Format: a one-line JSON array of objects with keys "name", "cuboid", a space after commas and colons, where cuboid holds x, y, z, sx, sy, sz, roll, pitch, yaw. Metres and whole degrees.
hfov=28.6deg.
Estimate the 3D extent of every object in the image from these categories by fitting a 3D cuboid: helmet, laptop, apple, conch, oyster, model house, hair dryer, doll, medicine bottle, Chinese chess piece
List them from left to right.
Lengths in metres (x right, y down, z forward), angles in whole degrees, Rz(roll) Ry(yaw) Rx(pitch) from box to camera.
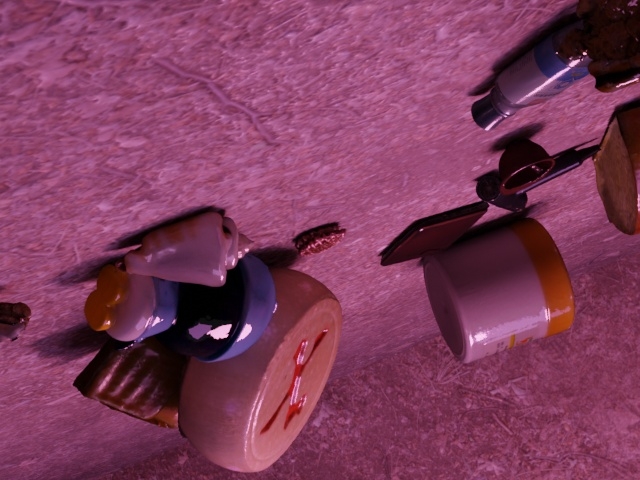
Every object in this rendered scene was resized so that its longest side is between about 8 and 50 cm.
[{"name": "oyster", "cuboid": [-0.433, 0.106, 1.617, 0.148, 0.051, 0.103, -8, 173, 11]}, {"name": "model house", "cuboid": [-0.279, 0.188, 2.061, 0.268, 0.173, 0.239, -52, 152, -1]}, {"name": "conch", "cuboid": [-0.172, 0.007, 1.627, 0.176, 0.094, 0.104, 9, 175, -11]}, {"name": "doll", "cuboid": [-0.180, 0.087, 1.774, 0.314, 0.141, 0.177, 8, 120, -44]}, {"name": "Chinese chess piece", "cuboid": [-0.095, 0.206, 2.030, 0.338, 0.140, 0.338, -51, 154, -37]}, {"name": "laptop", "cuboid": [0.201, -0.011, 2.264, 0.154, 0.026, 0.207, -15, 165, -21]}, {"name": "medicine bottle", "cuboid": [0.347, 0.099, 2.475, 0.232, 0.238, 0.238, -18, 168, -7]}, {"name": "helmet", "cuboid": [0.295, -0.118, 1.871, 0.089, 0.057, 0.111, -22, 163, -14]}, {"name": "medicine bottle", "cuboid": [0.258, -0.193, 1.486, 0.090, 0.054, 0.208, -12, 165, -37]}, {"name": "hair dryer", "cuboid": [0.361, -0.112, 2.058, 0.195, 0.050, 0.173, -30, 167, 20]}, {"name": "apple", "cuboid": [0.542, -0.137, 2.056, 0.179, 0.254, 0.346, 20, 171, 10]}]

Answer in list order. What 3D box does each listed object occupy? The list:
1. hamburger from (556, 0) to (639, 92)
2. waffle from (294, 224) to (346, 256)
[{"name": "hamburger", "cuboid": [0.329, -0.229, 1.301, 0.185, 0.131, 0.159, -20, 178, 28]}, {"name": "waffle", "cuboid": [0.000, 0.000, 1.953, 0.083, 0.029, 0.075, -17, 168, -29]}]
